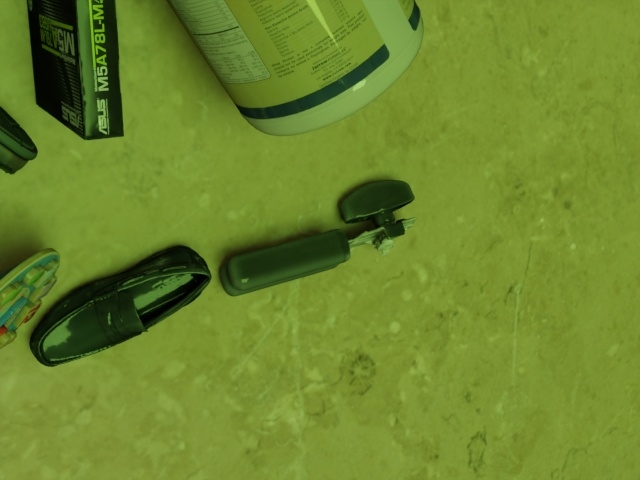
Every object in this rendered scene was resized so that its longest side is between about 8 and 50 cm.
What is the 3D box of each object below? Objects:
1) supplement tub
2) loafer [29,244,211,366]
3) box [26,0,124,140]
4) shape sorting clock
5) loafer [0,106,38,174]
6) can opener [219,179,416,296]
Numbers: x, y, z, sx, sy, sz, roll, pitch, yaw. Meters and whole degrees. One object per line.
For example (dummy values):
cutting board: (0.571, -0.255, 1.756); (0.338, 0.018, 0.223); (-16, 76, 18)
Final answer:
supplement tub: (-0.053, -0.293, 0.928); (0.228, 0.228, 0.316); (-40, 122, -11)
loafer: (-0.230, 0.078, 1.050); (0.223, 0.078, 0.076); (-30, 119, -17)
box: (-0.243, -0.205, 0.874); (0.045, 0.190, 0.184); (-8, 112, -29)
shape sorting clock: (-0.339, 0.091, 0.933); (0.040, 0.206, 0.206); (38, 87, -4)
loafer: (-0.403, -0.146, 0.872); (0.084, 0.096, 0.267); (-46, 115, 4)
can opener: (0.000, 0.000, 1.169); (0.280, 0.074, 0.093); (-20, 82, -24)
